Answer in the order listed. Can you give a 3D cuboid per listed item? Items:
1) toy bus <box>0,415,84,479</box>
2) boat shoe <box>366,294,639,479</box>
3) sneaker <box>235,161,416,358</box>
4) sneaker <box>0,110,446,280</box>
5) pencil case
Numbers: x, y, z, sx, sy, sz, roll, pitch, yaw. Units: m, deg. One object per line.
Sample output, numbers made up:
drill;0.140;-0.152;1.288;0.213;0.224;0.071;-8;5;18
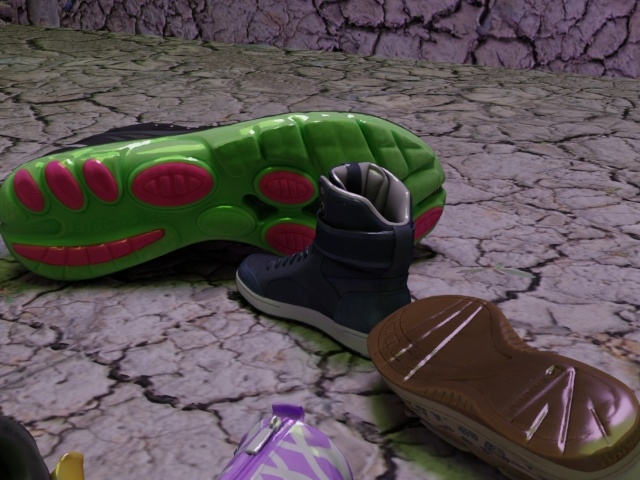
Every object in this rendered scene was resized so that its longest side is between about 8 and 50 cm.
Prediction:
toy bus;-0.186;0.175;0.352;0.220;0.211;0.149;9;-37;-46
boat shoe;0.126;0.119;0.740;0.105;0.089;0.285;-33;25;-12
sneaker;0.002;0.000;0.945;0.086;0.163;0.226;-19;25;-40
sneaker;-0.100;-0.070;1.114;0.483;0.185;0.202;-1;23;-6
pencil case;-0.048;0.170;0.558;0.086;0.088;0.206;5;20;20
